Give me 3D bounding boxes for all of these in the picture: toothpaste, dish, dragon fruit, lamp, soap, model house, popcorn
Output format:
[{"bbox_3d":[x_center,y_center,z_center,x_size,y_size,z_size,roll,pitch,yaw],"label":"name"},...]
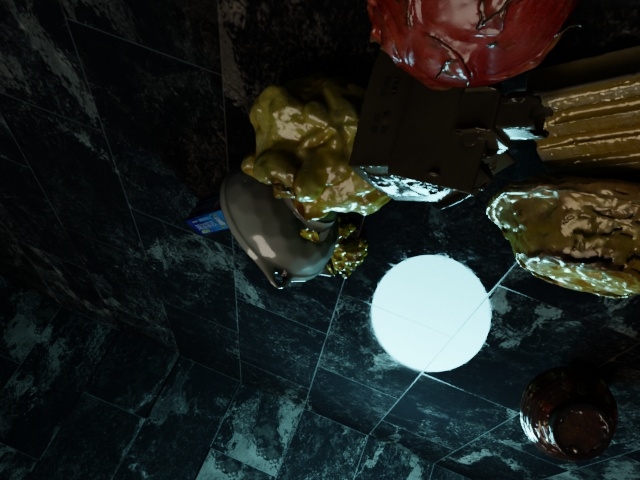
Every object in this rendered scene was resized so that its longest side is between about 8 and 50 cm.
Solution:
[{"bbox_3d":[-0.203,-0.080,1.352,0.320,0.076,0.066,-12,133,46],"label":"toothpaste"},{"bbox_3d":[-0.054,-0.061,1.118,0.303,0.303,0.120,38,125,-21],"label":"dish"},{"bbox_3d":[0.162,-0.286,0.626,0.241,0.241,0.252,39,131,-23],"label":"dragon fruit"},{"bbox_3d":[0.625,0.435,1.430,0.247,0.247,0.247,18,149,11],"label":"lamp"},{"bbox_3d":[0.426,-0.170,0.745,0.274,0.089,0.173,-3,142,39],"label":"soap"},{"bbox_3d":[0.205,-0.152,0.789,0.243,0.211,0.204,7,168,46],"label":"model house"},{"bbox_3d":[0.008,-0.154,0.957,0.286,0.215,0.252,31,106,-3],"label":"popcorn"}]

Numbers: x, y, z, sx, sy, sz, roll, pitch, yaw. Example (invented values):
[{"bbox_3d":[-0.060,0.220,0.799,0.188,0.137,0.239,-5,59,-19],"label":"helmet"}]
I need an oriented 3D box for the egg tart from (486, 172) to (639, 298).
[{"bbox_3d":[0.421,0.004,0.901,0.341,0.129,0.341,18,172,3],"label":"egg tart"}]

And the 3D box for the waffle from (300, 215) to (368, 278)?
[{"bbox_3d":[0.000,0.000,1.361,0.231,0.051,0.229,25,153,2],"label":"waffle"}]
